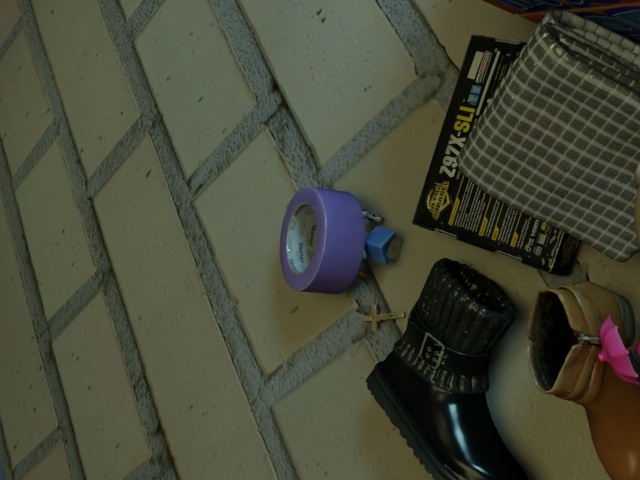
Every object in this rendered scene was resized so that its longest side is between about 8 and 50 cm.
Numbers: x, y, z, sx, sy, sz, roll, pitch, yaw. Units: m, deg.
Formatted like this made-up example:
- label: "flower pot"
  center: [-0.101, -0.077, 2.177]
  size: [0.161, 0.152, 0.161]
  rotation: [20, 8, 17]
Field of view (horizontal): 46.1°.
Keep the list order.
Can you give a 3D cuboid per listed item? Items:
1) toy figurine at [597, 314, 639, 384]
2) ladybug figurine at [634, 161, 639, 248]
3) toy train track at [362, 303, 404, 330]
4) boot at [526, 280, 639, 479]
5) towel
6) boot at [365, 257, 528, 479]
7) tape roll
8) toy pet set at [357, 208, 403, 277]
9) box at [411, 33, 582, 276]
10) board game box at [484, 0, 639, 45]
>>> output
- label: "toy figurine"
  center: [0.408, 0.106, 0.884]
  size: [0.130, 0.159, 0.173]
  rotation: [62, 154, 2]
- label: "ladybug figurine"
  center: [0.521, 0.019, 0.711]
  size: [0.449, 0.162, 0.305]
  rotation: [35, 137, 22]
- label: "toy train track"
  center: [0.112, 0.135, 1.322]
  size: [0.083, 0.014, 0.048]
  rotation: [-10, 70, 34]
- label: "boot"
  center: [0.354, 0.192, 0.966]
  size: [0.109, 0.220, 0.284]
  rotation: [-7, 79, 41]
- label: "towel"
  center: [0.342, -0.118, 0.937]
  size: [0.283, 0.121, 0.235]
  rotation: [30, 134, 4]
- label: "boot"
  center: [0.232, 0.215, 1.129]
  size: [0.348, 0.131, 0.260]
  rotation: [46, 113, 35]
- label: "tape roll"
  center: [0.000, 0.000, 1.350]
  size: [0.189, 0.080, 0.189]
  rotation: [-21, 66, 60]
- label: "toy pet set"
  center: [0.080, 0.009, 1.330]
  size: [0.114, 0.065, 0.122]
  rotation: [19, 97, 41]
- label: "box"
  center: [0.304, -0.136, 1.150]
  size: [0.257, 0.079, 0.322]
  rotation: [22, 99, 42]
- label: "board game box"
  center: [0.366, -0.438, 0.862]
  size: [0.356, 0.356, 0.356]
  rotation: [-124, 54, -73]
